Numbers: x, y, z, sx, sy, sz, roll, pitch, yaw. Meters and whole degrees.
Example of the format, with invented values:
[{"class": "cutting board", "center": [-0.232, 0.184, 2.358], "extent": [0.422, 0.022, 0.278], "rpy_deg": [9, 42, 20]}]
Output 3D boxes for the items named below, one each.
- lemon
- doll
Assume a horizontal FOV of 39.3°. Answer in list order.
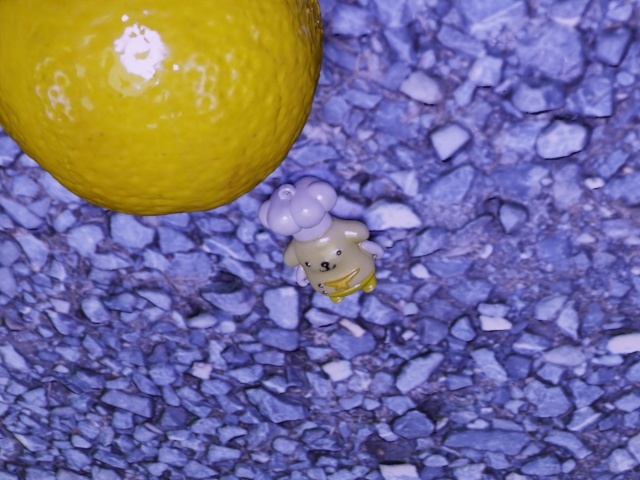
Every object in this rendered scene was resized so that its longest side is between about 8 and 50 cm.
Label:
[{"class": "lemon", "center": [-0.131, -0.155, 0.698], "extent": [0.292, 0.293, 0.293], "rpy_deg": [4, 132, 4]}, {"class": "doll", "center": [0.000, 0.000, 0.956], "extent": [0.106, 0.062, 0.162], "rpy_deg": [-22, 124, 19]}]
